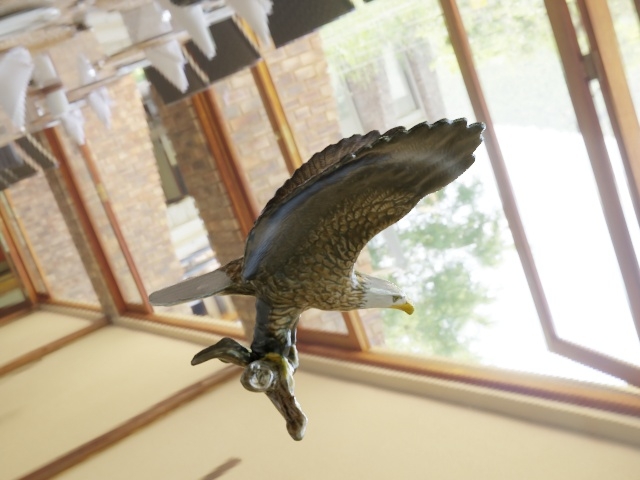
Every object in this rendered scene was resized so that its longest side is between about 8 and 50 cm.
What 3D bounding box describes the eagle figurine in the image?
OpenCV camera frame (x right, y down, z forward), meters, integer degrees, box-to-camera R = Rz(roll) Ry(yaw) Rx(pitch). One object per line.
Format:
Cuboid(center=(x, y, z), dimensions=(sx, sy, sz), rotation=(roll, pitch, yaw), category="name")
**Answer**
Cuboid(center=(0.008, 0.003, 0.778), dimensions=(0.226, 0.298, 0.225), rotation=(27, -173, 39), category="eagle figurine")
